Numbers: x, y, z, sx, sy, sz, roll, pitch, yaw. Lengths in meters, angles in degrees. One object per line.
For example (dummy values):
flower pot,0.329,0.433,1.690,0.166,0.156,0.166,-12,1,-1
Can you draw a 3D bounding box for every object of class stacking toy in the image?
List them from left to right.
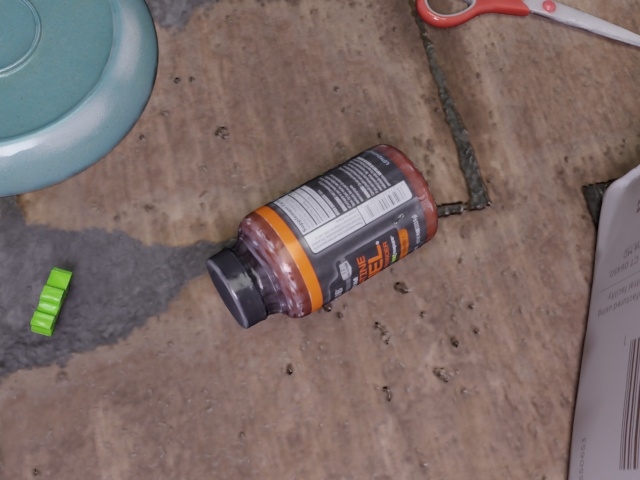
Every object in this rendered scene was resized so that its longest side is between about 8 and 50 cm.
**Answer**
stacking toy,-0.321,0.105,0.572,0.167,0.052,0.221,18,69,-9

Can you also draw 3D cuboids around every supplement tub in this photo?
supplement tub,0.000,0.000,0.632,0.198,0.106,0.106,-30,77,-16

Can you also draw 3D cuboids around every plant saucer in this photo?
plant saucer,-0.322,-0.195,0.690,0.318,0.043,0.317,3,70,-7

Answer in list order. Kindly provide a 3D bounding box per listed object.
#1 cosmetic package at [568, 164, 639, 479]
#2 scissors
cosmetic package,0.460,0.092,0.544,0.394,0.329,0.327,17,69,-3
scissors,0.244,-0.279,0.808,0.297,0.021,0.109,5,68,-5
